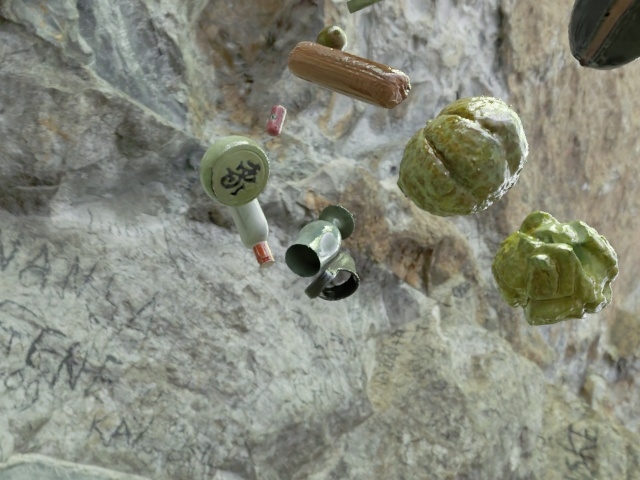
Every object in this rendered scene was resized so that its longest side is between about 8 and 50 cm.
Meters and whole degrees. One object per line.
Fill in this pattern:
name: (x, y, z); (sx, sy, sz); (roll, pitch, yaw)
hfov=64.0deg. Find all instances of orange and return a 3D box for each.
orange: (0.386, -0.215, 1.284); (0.369, 0.210, 0.271); (-41, -80, -21)

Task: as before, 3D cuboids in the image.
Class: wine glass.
wine glass: (0.000, 0.000, 1.089); (0.202, 0.093, 0.092); (-49, -47, -58)

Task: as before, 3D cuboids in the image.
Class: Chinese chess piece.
Chinese chess piece: (-0.170, -0.138, 1.027); (0.144, 0.058, 0.144); (-23, -50, -30)

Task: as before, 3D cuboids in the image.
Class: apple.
apple: (0.030, -0.557, 1.436); (0.090, 0.090, 0.074); (4, -96, -40)

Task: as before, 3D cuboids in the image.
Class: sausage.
sausage: (0.053, -0.349, 1.075); (0.086, 0.289, 0.086); (-44, -31, -34)

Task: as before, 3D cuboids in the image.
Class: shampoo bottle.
shampoo bottle: (-0.172, -0.035, 1.286); (0.051, 0.108, 0.220); (-8, -115, -39)

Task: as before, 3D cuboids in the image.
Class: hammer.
hammer: (-0.114, -0.307, 1.313); (0.043, 0.043, 0.083); (30, -112, -40)

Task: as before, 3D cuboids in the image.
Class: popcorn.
popcorn: (0.383, 0.045, 0.850); (0.188, 0.185, 0.167); (-23, -59, -15)

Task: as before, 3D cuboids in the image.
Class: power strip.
power strip: (0.133, -0.509, 1.043); (0.080, 0.227, 0.029); (-38, -64, -25)

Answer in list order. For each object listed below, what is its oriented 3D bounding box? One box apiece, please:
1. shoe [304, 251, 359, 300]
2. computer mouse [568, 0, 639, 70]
shoe: (0.037, 0.104, 1.226); (0.108, 0.093, 0.241); (-47, -5, 16)
computer mouse: (0.370, -0.293, 0.498); (0.116, 0.323, 0.183); (39, -115, -7)
